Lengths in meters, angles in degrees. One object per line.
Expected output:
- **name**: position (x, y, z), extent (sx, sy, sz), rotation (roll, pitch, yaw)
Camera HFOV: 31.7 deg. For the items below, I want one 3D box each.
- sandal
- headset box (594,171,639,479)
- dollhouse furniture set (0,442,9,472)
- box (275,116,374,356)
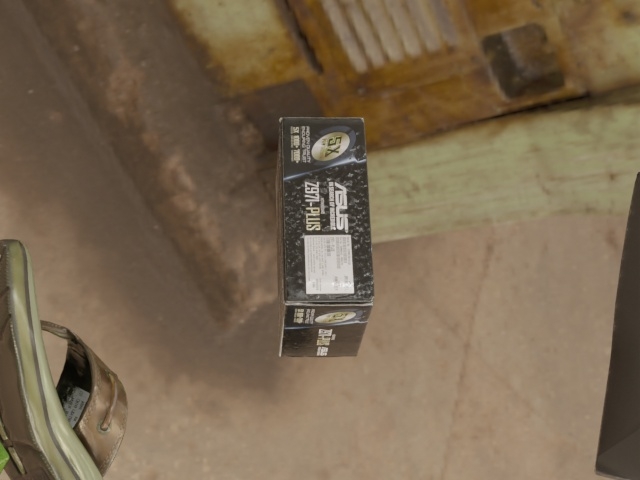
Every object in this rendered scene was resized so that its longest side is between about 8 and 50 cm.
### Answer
- **sandal**: position (-0.183, 0.142, 0.827), extent (0.086, 0.120, 0.302), rotation (-23, 94, -36)
- **headset box**: position (0.248, 0.053, 0.384), extent (0.293, 0.218, 0.110), rotation (16, 82, -48)
- **dollhouse furniture set**: position (-0.226, 0.074, 0.583), extent (0.076, 0.058, 0.151), rotation (-28, 73, -37)
- **box**: position (0.000, 0.000, 1.024), extent (0.147, 0.078, 0.180), rotation (100, -11, -66)
